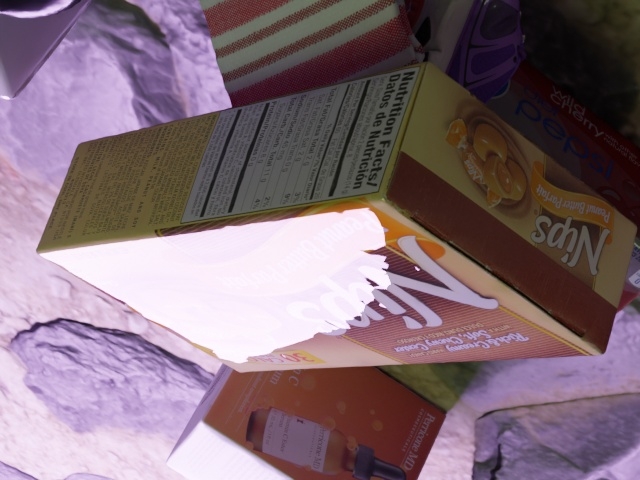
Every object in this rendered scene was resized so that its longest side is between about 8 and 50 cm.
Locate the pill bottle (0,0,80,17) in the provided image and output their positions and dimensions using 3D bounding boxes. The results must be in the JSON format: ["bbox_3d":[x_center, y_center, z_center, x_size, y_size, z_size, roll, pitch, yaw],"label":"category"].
[{"bbox_3d":[-0.123,-0.227,0.887,0.123,0.219,0.122,18,141,15],"label":"pill bottle"}]

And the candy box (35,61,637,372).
[{"bbox_3d":[0.000,0.000,0.987,0.183,0.087,0.316,33,153,-35],"label":"candy box"}]

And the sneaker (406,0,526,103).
[{"bbox_3d":[0.090,-0.129,0.948,0.071,0.170,0.068,17,-166,-28],"label":"sneaker"}]

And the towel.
[{"bbox_3d":[-0.017,-0.168,0.961,0.144,0.029,0.197,-18,87,44],"label":"towel"}]

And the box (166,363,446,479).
[{"bbox_3d":[-0.010,0.156,1.331,0.170,0.130,0.091,33,142,-5],"label":"box"}]

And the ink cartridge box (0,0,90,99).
[{"bbox_3d":[-0.313,-0.222,1.102,0.278,0.117,0.201,13,140,20],"label":"ink cartridge box"}]

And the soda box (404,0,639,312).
[{"bbox_3d":[0.097,-0.060,1.039,0.263,0.083,0.092,37,132,-9],"label":"soda box"}]
